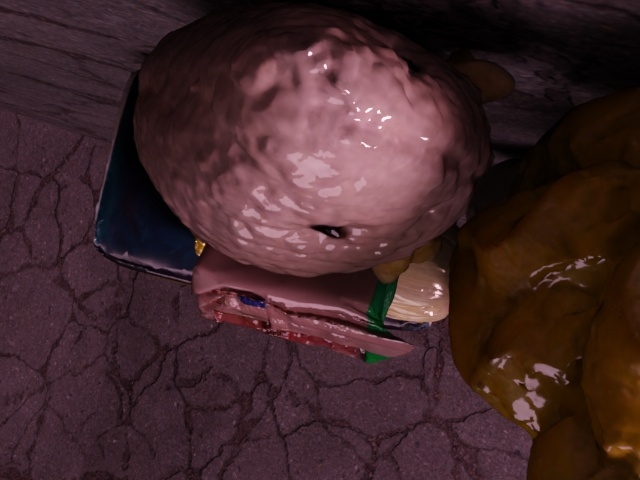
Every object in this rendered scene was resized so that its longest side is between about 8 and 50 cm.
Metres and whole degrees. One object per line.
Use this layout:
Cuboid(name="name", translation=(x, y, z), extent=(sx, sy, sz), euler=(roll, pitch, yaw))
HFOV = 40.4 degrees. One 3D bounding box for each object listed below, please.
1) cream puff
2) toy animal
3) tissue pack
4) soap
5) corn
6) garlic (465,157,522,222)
Cuboid(name="cream puff", translation=(0.198, 0.040, 0.530), extent=(0.257, 0.324, 0.291), euler=(29, 161, 21))
Cuboid(name="toy animal", translation=(-0.013, -0.072, 0.626), extent=(0.226, 0.189, 0.358), euler=(13, -173, -29))
Cuboid(name="tissue pack", translation=(-0.037, -0.044, 1.097), extent=(0.416, 0.254, 0.264), euler=(12, 180, 2))
Cuboid(name="soap", translation=(0.010, -0.025, 0.791), extent=(0.217, 0.273, 0.098), euler=(15, 142, 10))
Cuboid(name="corn", translation=(0.001, -0.004, 0.902), extent=(0.305, 0.124, 0.122), euler=(15, 179, 5))
Cuboid(name="garlic", translation=(0.229, 0.019, 1.009), extent=(0.212, 0.219, 0.218), euler=(-31, -163, -18))
